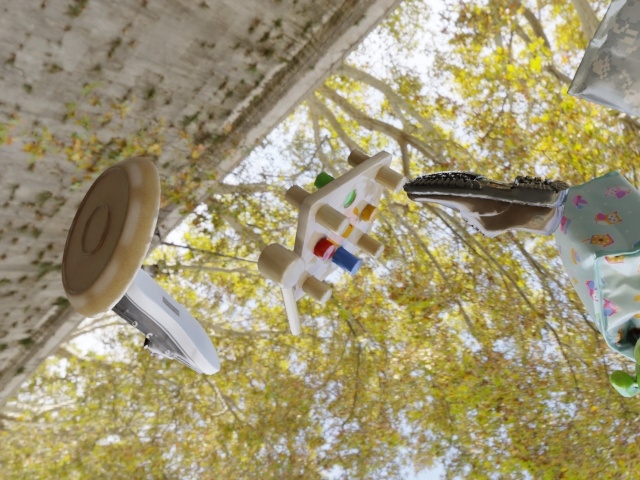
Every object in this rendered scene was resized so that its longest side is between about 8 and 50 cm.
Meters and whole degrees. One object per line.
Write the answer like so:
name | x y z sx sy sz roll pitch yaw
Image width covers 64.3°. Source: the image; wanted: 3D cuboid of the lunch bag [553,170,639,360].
lunch bag | 0.514 0.050 0.884 0.160 0.262 0.223 -19 -150 13

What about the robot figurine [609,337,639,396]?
robot figurine | 0.265 0.108 0.361 0.101 0.067 0.115 -10 -83 35

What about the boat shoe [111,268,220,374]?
boat shoe | -0.246 0.140 0.787 0.076 0.228 0.080 -32 -147 5

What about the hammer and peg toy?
hammer and peg toy | 0.000 0.000 0.963 0.127 0.361 0.266 35 -42 23

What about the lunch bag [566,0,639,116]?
lunch bag | 0.471 -0.262 0.590 0.235 0.169 0.287 29 -119 19

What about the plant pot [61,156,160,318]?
plant pot | -0.300 -0.012 0.705 0.236 0.032 0.236 -20 -120 39

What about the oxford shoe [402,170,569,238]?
oxford shoe | 0.226 -0.047 0.735 0.227 0.083 0.096 13 -61 28
